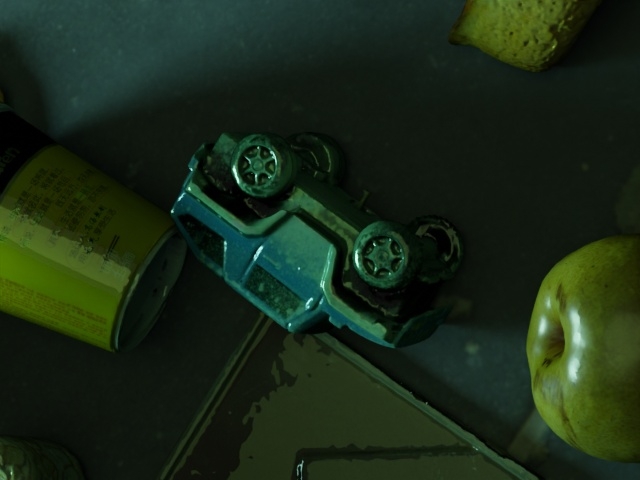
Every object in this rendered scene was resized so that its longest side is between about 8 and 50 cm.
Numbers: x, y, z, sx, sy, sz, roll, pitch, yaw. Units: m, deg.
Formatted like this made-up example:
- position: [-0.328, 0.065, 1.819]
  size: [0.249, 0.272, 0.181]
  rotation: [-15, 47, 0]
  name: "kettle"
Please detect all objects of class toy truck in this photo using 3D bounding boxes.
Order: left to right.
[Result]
- position: [0.000, 0.000, 1.645]
  size: [0.279, 0.155, 0.156]
  rotation: [37, 106, 16]
  name: "toy truck"

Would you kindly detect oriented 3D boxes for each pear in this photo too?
- position: [0.293, 0.096, 1.519]
  size: [0.209, 0.209, 0.209]
  rotation: [-1, 85, 18]
  name: "pear"

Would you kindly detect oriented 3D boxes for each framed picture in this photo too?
- position: [0.019, 0.243, 1.684]
  size: [0.335, 0.022, 0.247]
  rotation: [33, 96, 17]
  name: "framed picture"

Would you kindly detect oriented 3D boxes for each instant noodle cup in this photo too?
- position: [-0.268, -0.002, 1.713]
  size: [0.236, 0.215, 0.215]
  rotation: [25, 93, 10]
  name: "instant noodle cup"

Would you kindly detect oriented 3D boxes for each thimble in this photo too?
- position: [-0.337, 0.286, 1.731]
  size: [0.137, 0.143, 0.190]
  rotation: [40, 99, 16]
  name: "thimble"

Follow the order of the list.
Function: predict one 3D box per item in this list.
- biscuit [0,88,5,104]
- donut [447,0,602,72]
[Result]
- position: [-0.445, -0.088, 1.801]
  size: [0.184, 0.035, 0.249]
  rotation: [36, 76, 3]
  name: "biscuit"
- position: [0.246, -0.278, 1.592]
  size: [0.112, 0.151, 0.295]
  rotation: [39, 97, 7]
  name: "donut"
